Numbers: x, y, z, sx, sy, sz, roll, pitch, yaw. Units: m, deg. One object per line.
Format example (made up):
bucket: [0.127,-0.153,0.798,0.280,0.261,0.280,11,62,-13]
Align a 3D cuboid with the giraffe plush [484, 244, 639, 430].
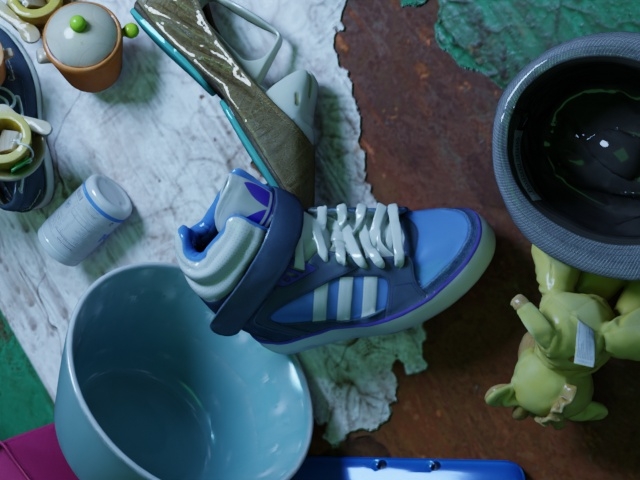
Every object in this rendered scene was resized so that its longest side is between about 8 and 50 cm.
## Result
giraffe plush: [0.265,0.116,1.282,0.181,0.210,0.170,29,133,13]

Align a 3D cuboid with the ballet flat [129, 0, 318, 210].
ballet flat: [-0.082,-0.188,1.426,0.124,0.116,0.342,-38,75,0]

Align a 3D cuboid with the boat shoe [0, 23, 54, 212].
boat shoe: [-0.414,-0.159,1.559,0.095,0.079,0.255,-11,90,22]

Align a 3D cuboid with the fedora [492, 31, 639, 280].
fedora: [0.316,-0.086,1.254,0.275,0.124,0.244,19,98,28]

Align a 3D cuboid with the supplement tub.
supplement tub: [-0.295,-0.026,1.527,0.107,0.071,0.071,-42,79,20]

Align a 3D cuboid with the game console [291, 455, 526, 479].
game console: [0.106,0.403,1.425,0.293,0.173,0.250,-2,124,22]

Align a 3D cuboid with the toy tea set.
toy tea set: [-0.382,-0.197,1.455,0.200,0.124,0.336,36,74,10]

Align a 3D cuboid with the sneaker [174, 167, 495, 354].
sneaker: [0.000,0.000,1.317,0.322,0.236,0.130,-22,44,23]

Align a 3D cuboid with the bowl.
bowl: [-0.181,0.195,1.401,0.311,0.311,0.163,53,128,10]

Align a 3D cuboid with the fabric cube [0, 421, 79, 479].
fabric cube: [-0.306,0.382,1.461,0.254,0.258,0.259,-44,79,18]
